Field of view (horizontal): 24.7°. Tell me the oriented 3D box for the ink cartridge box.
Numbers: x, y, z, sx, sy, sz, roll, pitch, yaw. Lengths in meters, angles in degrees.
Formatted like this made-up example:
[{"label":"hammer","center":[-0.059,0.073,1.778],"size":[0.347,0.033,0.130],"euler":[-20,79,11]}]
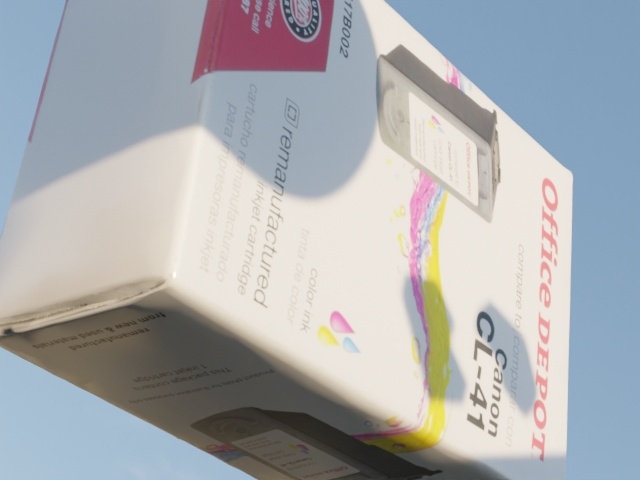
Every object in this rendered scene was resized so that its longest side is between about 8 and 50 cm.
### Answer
[{"label":"ink cartridge box","center":[0.000,0.000,0.757],"size":[0.131,0.226,0.306],"euler":[-17,-36,37]}]
